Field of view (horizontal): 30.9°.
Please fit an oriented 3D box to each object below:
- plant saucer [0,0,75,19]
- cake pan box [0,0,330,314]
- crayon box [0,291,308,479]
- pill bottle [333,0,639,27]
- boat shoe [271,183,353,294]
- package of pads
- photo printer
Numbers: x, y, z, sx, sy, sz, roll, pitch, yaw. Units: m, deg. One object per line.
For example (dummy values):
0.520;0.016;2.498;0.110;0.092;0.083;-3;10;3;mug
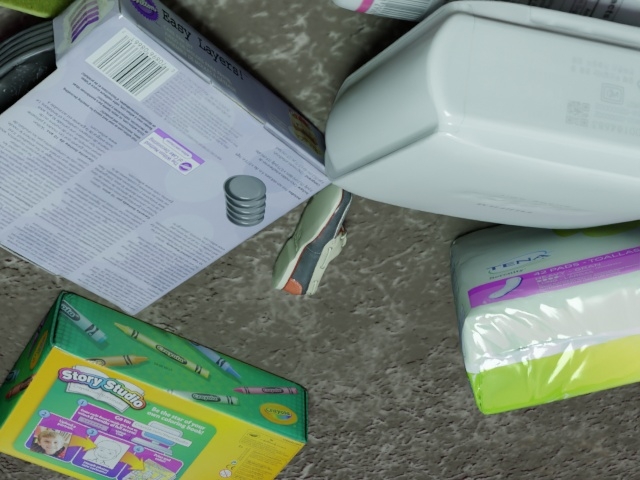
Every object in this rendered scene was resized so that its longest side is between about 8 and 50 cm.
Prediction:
-0.159;-0.230;0.812;0.188;0.188;0.045;-29;79;21;plant saucer
-0.163;-0.067;0.951;0.246;0.070;0.267;-36;135;22;cake pan box
-0.172;0.178;1.173;0.278;0.081;0.165;25;124;-20;crayon box
0.157;-0.219;0.808;0.283;0.160;0.160;8;128;-9;pill bottle
0.000;0.000;1.055;0.043;0.049;0.137;16;129;-18;boat shoe
0.260;0.034;0.977;0.297;0.229;0.101;-13;104;7;package of pads
0.147;-0.077;0.864;0.256;0.307;0.107;9;84;-15;photo printer
